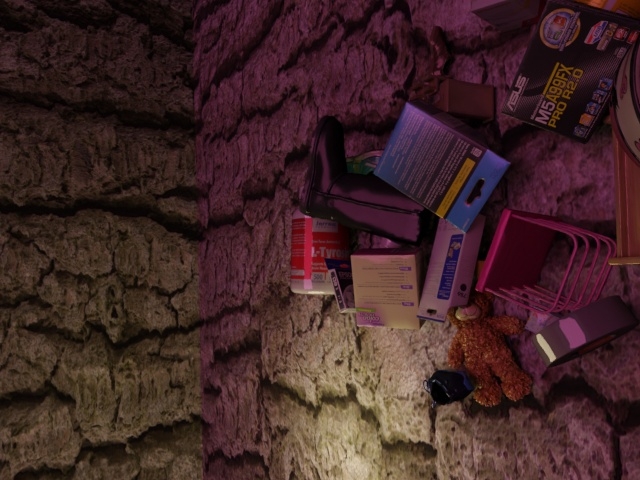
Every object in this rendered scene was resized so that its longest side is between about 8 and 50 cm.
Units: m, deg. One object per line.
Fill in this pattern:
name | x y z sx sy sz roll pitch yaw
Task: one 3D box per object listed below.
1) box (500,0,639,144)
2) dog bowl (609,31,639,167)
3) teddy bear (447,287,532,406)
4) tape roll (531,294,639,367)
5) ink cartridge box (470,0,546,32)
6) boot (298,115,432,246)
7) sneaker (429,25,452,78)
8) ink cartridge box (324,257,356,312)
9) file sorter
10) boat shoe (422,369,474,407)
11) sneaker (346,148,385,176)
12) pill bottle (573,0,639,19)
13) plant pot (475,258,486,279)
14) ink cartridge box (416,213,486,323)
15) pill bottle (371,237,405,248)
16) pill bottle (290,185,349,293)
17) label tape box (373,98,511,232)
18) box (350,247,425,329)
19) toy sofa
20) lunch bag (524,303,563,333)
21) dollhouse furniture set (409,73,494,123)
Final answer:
box | 0.571 -0.385 1.088 0.216 0.060 0.270 29 128 19
dog bowl | 0.745 -0.272 0.884 0.150 0.407 0.409 61 -152 -84
teddy bear | 0.463 0.299 1.358 0.245 0.113 0.338 -13 77 47
tape roll | 0.608 0.213 1.104 0.219 0.219 0.072 -47 53 37
ink cartridge box | 0.520 -0.680 1.315 0.128 0.176 0.128 8 93 50
boot | 0.169 -0.205 1.588 0.444 0.146 0.367 17 102 30
sneaker | 0.400 -0.606 1.557 0.071 0.066 0.189 4 96 34
ink cartridge box | 0.119 0.155 1.709 0.045 0.206 0.208 -34 62 36
file sorter | 0.551 0.056 1.135 0.182 0.290 0.202 28 109 44
boat shoe | 0.355 0.434 1.408 0.109 0.089 0.258 54 163 18
sneaker | 0.151 -0.266 1.792 0.275 0.107 0.110 -8 90 50
pill bottle | 0.664 -0.541 1.121 0.188 0.187 0.334 49 123 41
plant pot | 0.497 0.097 1.360 0.081 0.081 0.084 2 95 50
ink cartridge box | 0.384 0.083 1.411 0.165 0.065 0.333 175 112 -72
pill bottle | 0.219 0.071 1.668 0.112 0.111 0.187 46 122 42
pill bottle | 0.000 0.000 1.846 0.229 0.228 0.408 -4 84 50
label tape box | 0.349 -0.217 1.366 0.333 0.105 0.241 37 125 19
box | 0.226 0.152 1.552 0.213 0.117 0.243 -2 99 25
toy sofa | 0.750 -0.117 1.042 0.150 0.176 0.363 165 106 -74
lunch bag | 0.594 0.218 1.252 0.083 0.053 0.071 31 112 37
dollhouse furniture set | 0.404 -0.407 1.502 0.242 0.160 0.212 171 100 -72
